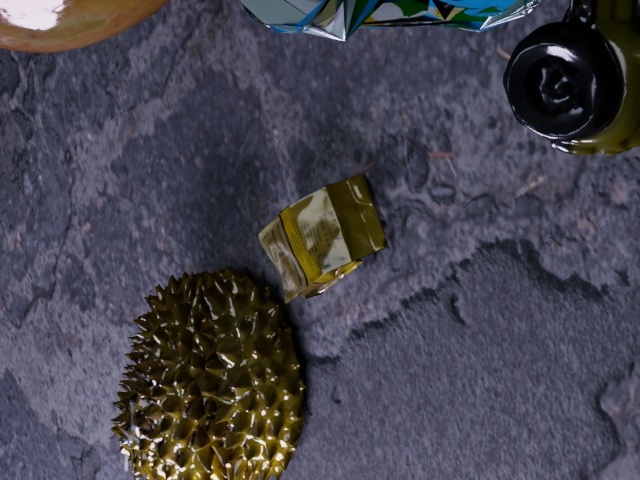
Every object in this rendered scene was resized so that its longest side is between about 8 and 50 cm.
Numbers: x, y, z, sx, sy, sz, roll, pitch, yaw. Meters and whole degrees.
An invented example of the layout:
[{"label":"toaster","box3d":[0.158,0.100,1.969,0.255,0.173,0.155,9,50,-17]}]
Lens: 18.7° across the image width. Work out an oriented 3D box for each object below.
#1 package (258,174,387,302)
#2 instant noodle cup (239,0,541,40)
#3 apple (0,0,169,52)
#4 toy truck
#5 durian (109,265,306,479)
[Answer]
[{"label":"package","box3d":[0.000,0.000,1.622,0.131,0.047,0.071,-35,70,58]},{"label":"instant noodle cup","box3d":[0.033,-0.245,1.350,0.240,0.178,0.240,30,127,48]},{"label":"apple","box3d":[-0.216,-0.331,1.583,0.305,0.338,0.338,-27,79,37]},{"label":"toy truck","box3d":[0.211,-0.156,1.166,0.165,0.147,0.224,14,116,24]},{"label":"durian","box3d":[-0.111,0.139,1.779,0.183,0.138,0.249,48,134,49]}]
